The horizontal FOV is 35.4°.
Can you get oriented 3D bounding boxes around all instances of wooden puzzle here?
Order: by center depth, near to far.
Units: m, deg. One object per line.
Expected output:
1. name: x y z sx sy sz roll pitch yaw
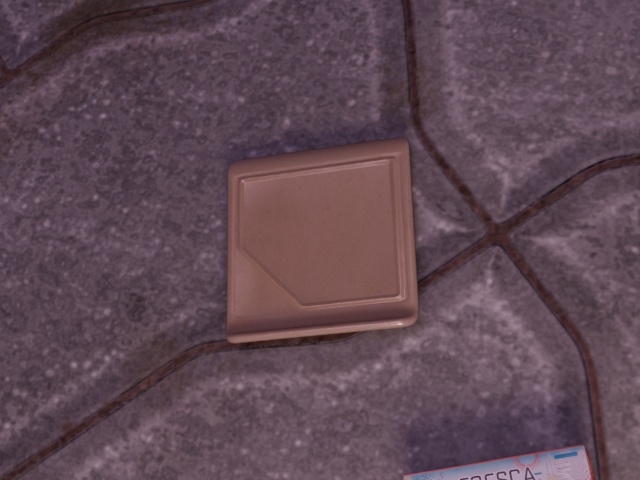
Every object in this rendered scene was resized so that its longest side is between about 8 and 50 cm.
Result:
1. wooden puzzle: 0.000 0.000 1.148 0.220 0.044 0.239 -7 64 14

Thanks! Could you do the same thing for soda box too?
1. soda box: 0.178 0.248 0.990 0.183 0.063 0.058 -12 67 11
